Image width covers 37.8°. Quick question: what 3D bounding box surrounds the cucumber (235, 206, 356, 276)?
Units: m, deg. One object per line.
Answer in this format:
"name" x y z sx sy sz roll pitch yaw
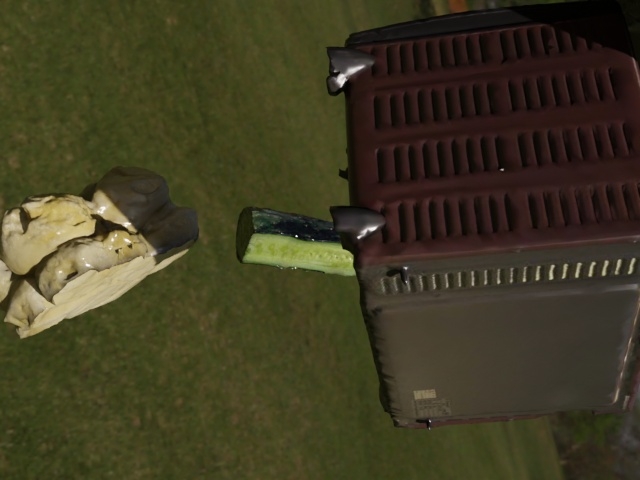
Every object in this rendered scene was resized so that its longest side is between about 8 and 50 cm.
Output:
"cucumber" -0.001 -0.001 1.218 0.078 0.211 0.062 118 -30 -45

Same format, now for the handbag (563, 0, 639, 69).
"handbag" 0.147 -0.263 0.526 0.416 0.180 0.317 50 -6 -2

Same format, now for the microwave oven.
"microwave oven" 0.107 -0.009 0.596 0.247 0.178 0.188 74 10 -57

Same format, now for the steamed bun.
"steamed bun" -0.221 0.004 0.850 0.177 0.192 0.106 -25 81 -50
